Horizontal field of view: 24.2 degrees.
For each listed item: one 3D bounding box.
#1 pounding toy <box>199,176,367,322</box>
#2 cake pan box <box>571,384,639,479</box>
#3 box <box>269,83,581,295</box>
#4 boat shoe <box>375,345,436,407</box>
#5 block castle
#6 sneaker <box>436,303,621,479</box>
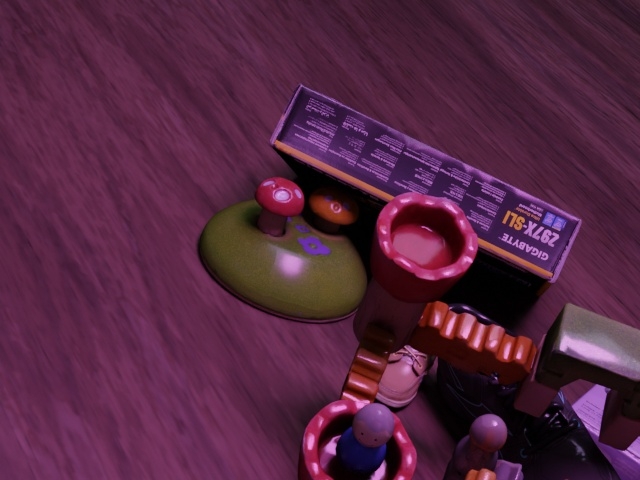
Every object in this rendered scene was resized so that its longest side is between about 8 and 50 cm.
[{"bbox_3d":[0.000,0.000,1.530,0.236,0.110,0.183,29,29,12],"label":"pounding toy"},{"bbox_3d":[0.385,0.219,1.477,0.267,0.070,0.245,33,32,19],"label":"cake pan box"},{"bbox_3d":[0.115,-0.048,1.613,0.322,0.079,0.257,26,0,7],"label":"box"},{"bbox_3d":[0.085,0.116,1.457,0.050,0.045,0.135,26,28,7],"label":"boat shoe"},{"bbox_3d":[0.215,0.170,1.173,0.453,0.213,0.303,22,53,0],"label":"block castle"},{"bbox_3d":[0.179,0.160,1.365,0.101,0.106,0.267,-29,44,-13],"label":"sneaker"}]
